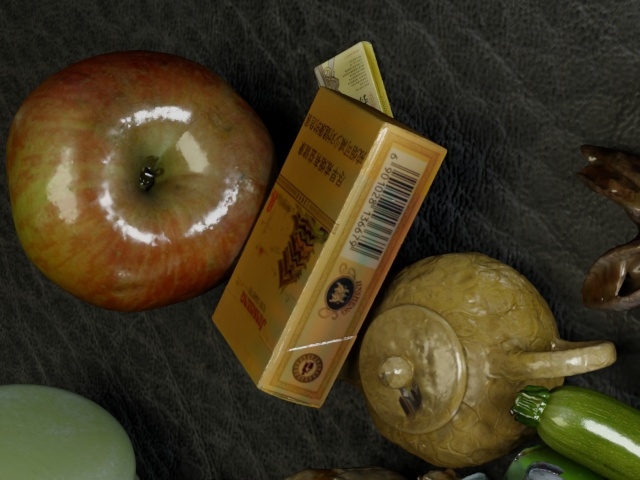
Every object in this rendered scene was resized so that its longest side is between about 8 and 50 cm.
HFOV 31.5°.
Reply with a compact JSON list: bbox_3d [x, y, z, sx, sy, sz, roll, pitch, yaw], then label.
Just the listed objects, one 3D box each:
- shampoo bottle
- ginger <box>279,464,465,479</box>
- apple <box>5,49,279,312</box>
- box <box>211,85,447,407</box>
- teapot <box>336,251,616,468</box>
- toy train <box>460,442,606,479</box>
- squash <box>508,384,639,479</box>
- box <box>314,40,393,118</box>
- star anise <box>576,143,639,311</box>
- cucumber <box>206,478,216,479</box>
[{"bbox_3d":[-0.375,0.365,1.402,0.322,0.322,0.318,30,120,35],"label":"shampoo bottle"},{"bbox_3d":[0.017,0.356,1.151,0.256,0.176,0.375,44,113,7],"label":"ginger"},{"bbox_3d":[-0.203,-0.065,1.261,0.301,0.301,0.302,4,96,40],"label":"apple"},{"bbox_3d":[0.000,0.000,1.104,0.274,0.076,0.174,-65,25,9],"label":"box"},{"bbox_3d":[0.120,0.114,1.056,0.311,0.167,0.204,-4,90,40],"label":"teapot"},{"bbox_3d":[0.166,0.324,0.978,0.173,0.248,0.307,39,116,33],"label":"toy train"},{"bbox_3d":[0.278,0.188,0.945,0.258,0.069,0.069,33,118,1],"label":"squash"},{"bbox_3d":[0.043,-0.129,1.200,0.073,0.020,0.149,-24,78,38],"label":"box"},{"bbox_3d":[0.339,-0.002,0.902,0.315,0.108,0.316,2,93,38],"label":"star anise"},{"bbox_3d":[-0.069,0.409,1.311,0.293,0.067,0.067,52,123,25],"label":"cucumber"}]
